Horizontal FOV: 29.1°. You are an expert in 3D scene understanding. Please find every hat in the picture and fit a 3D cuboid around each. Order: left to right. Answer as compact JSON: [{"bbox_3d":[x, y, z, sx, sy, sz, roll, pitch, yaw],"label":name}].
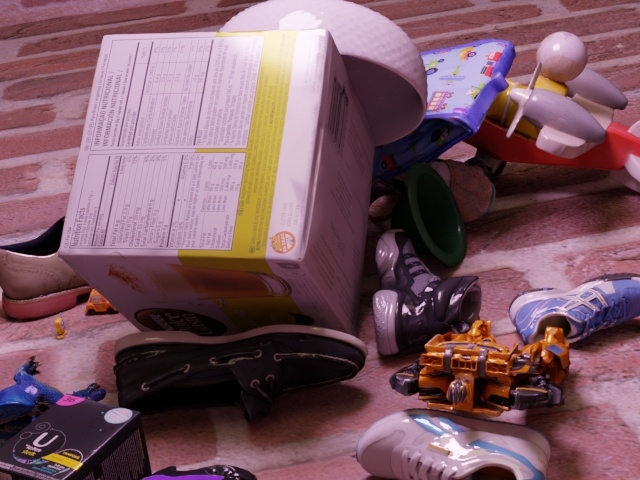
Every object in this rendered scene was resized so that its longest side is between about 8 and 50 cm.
[{"bbox_3d":[0.119,-0.014,1.989,0.183,0.173,0.208,-20,-22,28],"label":"hat"}]

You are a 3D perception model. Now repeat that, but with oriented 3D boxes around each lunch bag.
[{"bbox_3d":[0.183,-0.228,2.025,0.293,0.138,0.221,-17,29,42],"label":"lunch bag"}]

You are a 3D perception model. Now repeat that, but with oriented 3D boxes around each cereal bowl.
[{"bbox_3d":[-0.006,-0.265,1.845,0.338,0.339,0.141,0,70,14],"label":"cereal bowl"}]

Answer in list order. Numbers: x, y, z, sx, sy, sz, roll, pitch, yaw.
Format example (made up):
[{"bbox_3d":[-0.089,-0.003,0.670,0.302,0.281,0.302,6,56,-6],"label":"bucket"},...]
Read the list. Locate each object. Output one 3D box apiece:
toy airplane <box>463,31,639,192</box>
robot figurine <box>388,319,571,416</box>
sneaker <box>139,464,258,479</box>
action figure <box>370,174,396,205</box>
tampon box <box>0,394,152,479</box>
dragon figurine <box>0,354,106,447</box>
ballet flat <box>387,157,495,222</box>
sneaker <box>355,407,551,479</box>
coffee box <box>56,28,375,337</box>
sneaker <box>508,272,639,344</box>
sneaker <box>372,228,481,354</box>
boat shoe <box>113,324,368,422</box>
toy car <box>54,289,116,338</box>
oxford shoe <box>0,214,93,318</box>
[{"bbox_3d":[0.432,-0.218,2.108,0.384,0.273,0.386,-7,16,-23],"label":"toy airplane"},{"bbox_3d":[0.208,0.155,1.529,0.211,0.085,0.291,4,4,22],"label":"robot figurine"},{"bbox_3d":[-0.098,0.310,1.361,0.293,0.102,0.146,11,31,34],"label":"sneaker"},{"bbox_3d":[0.000,0.000,1.936,0.164,0.141,0.276,38,83,29],"label":"action figure"},{"bbox_3d":[-0.301,0.276,1.482,0.120,0.102,0.161,8,29,28],"label":"tampon box"},{"bbox_3d":[-0.416,0.233,1.619,0.289,0.085,0.144,-14,26,-18],"label":"dragon figurine"},{"bbox_3d":[0.173,-0.101,2.124,0.106,0.108,0.316,12,6,-30],"label":"ballet flat"},{"bbox_3d":[0.147,0.256,1.428,0.228,0.087,0.092,0,29,19],"label":"sneaker"},{"bbox_3d":[-0.127,-0.064,1.728,0.334,0.338,0.338,0,67,14],"label":"coffee box"},{"bbox_3d":[0.371,0.104,1.707,0.211,0.080,0.081,-14,31,8],"label":"sneaker"},{"bbox_3d":[0.158,0.071,1.798,0.153,0.101,0.269,-3,32,8],"label":"sneaker"},{"bbox_3d":[-0.108,0.184,1.620,0.339,0.127,0.113,1,55,0],"label":"boat shoe"},{"bbox_3d":[-0.359,0.108,1.914,0.060,0.041,0.122,5,28,23],"label":"toy car"},{"bbox_3d":[-0.359,0.011,2.009,0.348,0.130,0.123,-24,30,-30],"label":"oxford shoe"}]
